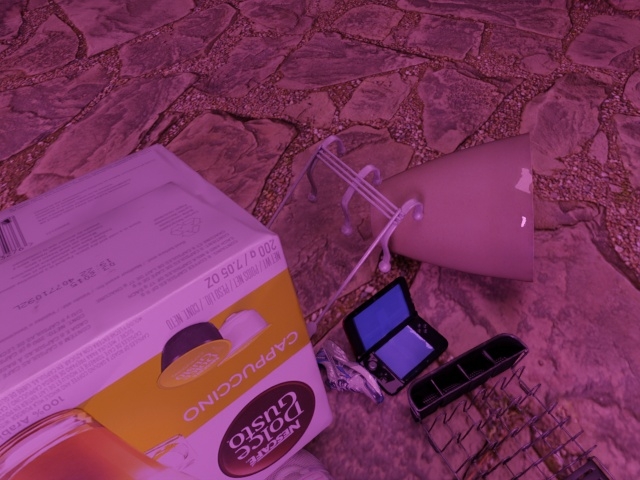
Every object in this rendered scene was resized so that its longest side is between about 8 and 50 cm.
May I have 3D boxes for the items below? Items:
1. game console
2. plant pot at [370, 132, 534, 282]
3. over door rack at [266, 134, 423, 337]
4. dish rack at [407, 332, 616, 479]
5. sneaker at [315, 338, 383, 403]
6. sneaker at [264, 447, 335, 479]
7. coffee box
[{"bbox_3d":[0.125,0.152,0.752,0.144,0.085,0.124,-33,55,-24],"label":"game console"},{"bbox_3d":[0.239,-0.053,0.849,0.273,0.257,0.257,-1,46,22],"label":"plant pot"},{"bbox_3d":[0.000,0.000,0.835,0.324,0.108,0.239,-48,56,6],"label":"over door rack"},{"bbox_3d":[0.270,0.284,0.637,0.208,0.074,0.272,-23,52,-17],"label":"dish rack"},{"bbox_3d":[0.040,0.218,0.727,0.058,0.052,0.135,-43,52,-19],"label":"sneaker"},{"bbox_3d":[0.002,0.339,0.570,0.252,0.111,0.103,35,58,29],"label":"sneaker"},{"bbox_3d":[-0.233,0.135,0.576,0.337,0.335,0.338,-32,41,-23],"label":"coffee box"}]
